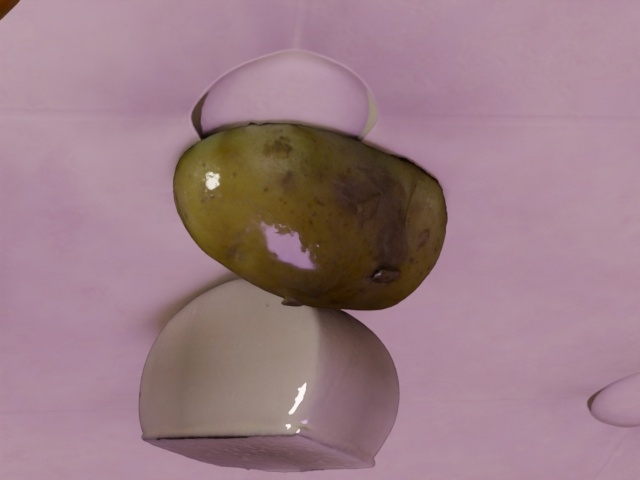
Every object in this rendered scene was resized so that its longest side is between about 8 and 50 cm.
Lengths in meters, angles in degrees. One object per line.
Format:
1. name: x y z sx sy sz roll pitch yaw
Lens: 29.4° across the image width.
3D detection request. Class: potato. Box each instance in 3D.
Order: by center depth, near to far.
1. potato: 0.000 0.000 1.060 0.271 0.111 0.160 21 138 -32

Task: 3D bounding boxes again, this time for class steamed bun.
1. steamed bun: -0.048 0.129 1.174 0.241 0.164 0.146 -10 150 39

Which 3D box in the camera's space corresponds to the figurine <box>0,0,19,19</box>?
1. figurine: -0.292 -0.234 0.576 0.401 0.268 0.387 -44 122 -5
